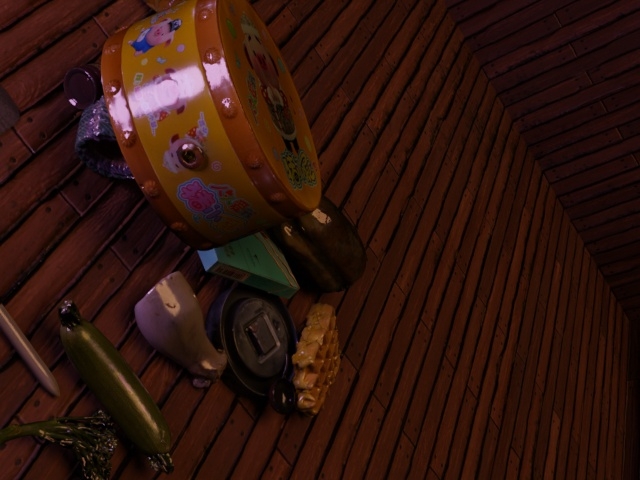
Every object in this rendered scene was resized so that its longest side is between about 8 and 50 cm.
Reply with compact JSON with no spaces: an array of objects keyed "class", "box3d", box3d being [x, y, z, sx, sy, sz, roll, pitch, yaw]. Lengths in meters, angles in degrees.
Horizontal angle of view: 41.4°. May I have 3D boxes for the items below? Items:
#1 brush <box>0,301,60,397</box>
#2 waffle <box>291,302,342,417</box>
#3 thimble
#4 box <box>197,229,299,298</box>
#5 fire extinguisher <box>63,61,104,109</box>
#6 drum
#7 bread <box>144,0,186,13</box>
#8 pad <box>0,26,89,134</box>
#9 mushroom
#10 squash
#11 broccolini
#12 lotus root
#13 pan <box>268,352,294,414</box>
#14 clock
[{"class":"brush","box3d":[-0.459,0.108,1.209,0.299,0.039,0.042,61,-5,-14]},{"class":"waffle","box3d":[-0.011,0.249,1.682,0.211,0.055,0.160,-67,156,-47]},{"class":"thimble","box3d":[-0.348,-0.173,1.450,0.135,0.118,0.090,28,46,-38]},{"class":"box","box3d":[-0.153,0.020,1.636,0.229,0.041,0.162,23,31,-47]},{"class":"fire extinguisher","box3d":[-0.356,-0.283,1.555,0.252,0.075,0.106,-35,129,-58]},{"class":"drum","box3d":[-0.172,-0.204,1.450,0.431,0.214,0.431,-20,90,-77]},{"class":"bread","box3d":[-0.384,-0.577,1.667,0.367,0.077,0.084,47,37,-30]},{"class":"pad","box3d":[-0.526,-0.306,1.328,0.323,0.055,0.250,-47,111,-35]},{"class":"mushroom","box3d":[-0.233,0.160,1.438,0.116,0.093,0.225,-39,113,-30]},{"class":"squash","box3d":[-0.314,0.223,1.303,0.071,0.080,0.318,-42,110,-38]},{"class":"broccolini","box3d":[-0.382,0.309,1.175,0.271,0.062,0.123,2,55,-60]},{"class":"lotus root","box3d":[0.000,0.000,1.800,0.275,0.152,0.160,56,5,-40]},{"class":"pan","box3d":[-0.073,0.268,1.586,0.068,0.023,0.115,30,58,-50]},{"class":"clock","box3d":[-0.128,0.190,1.619,0.226,0.049,0.226,33,47,-43]}]
